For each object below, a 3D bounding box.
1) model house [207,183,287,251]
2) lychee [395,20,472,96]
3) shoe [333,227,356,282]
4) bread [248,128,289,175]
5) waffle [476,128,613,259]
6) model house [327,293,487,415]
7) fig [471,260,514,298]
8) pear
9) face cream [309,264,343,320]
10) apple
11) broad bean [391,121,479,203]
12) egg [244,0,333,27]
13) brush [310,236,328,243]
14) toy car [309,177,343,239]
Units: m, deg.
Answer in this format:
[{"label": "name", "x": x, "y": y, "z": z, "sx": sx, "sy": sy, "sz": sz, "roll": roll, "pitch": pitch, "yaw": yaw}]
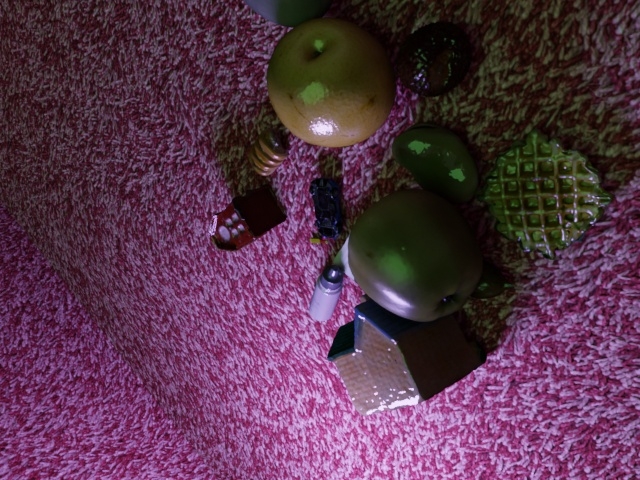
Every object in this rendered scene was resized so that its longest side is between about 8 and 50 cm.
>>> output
[{"label": "model house", "x": -0.276, "y": -0.060, "z": 2.136, "sx": 0.254, "sy": 0.196, "sz": 0.160, "roll": -34, "pitch": 90, "yaw": 45}, {"label": "lychee", "x": 0.279, "y": -0.452, "z": 1.504, "sx": 0.188, "sy": 0.188, "sz": 0.188, "roll": 18, "pitch": 122, "yaw": 32}, {"label": "shoe", "x": 0.174, "y": 0.017, "z": 1.850, "sx": 0.160, "sy": 0.132, "sz": 0.363, "roll": 46, "pitch": 137, "yaw": 13}, {"label": "bread", "x": -0.180, "y": -0.293, "z": 2.018, "sx": 0.119, "sy": 0.084, "sz": 0.177, "roll": 52, "pitch": 138, "yaw": 7}, {"label": "waffle", "x": 0.557, "y": -0.113, "z": 1.507, "sx": 0.297, "sy": 0.073, "sz": 0.317, "roll": 43, "pitch": 134, "yaw": 13}, {"label": "model house", "x": 0.229, "y": 0.318, "z": 1.852, "sx": 0.382, "sy": 0.335, "sz": 0.342, "roll": -38, "pitch": 75, "yaw": 49}, {"label": "fig", "x": 0.468, "y": 0.113, "z": 1.672, "sx": 0.155, "sy": 0.103, "sz": 0.109, "roll": 1, "pitch": 134, "yaw": 48}, {"label": "pear", "x": 0.031, "y": -0.414, "z": 1.602, "sx": 0.348, "sy": 0.348, "sz": 0.348, "roll": 18, "pitch": 122, "yaw": 32}, {"label": "face cream", "x": 0.023, "y": 0.169, "z": 2.009, "sx": 0.092, "sy": 0.092, "sz": 0.311, "roll": 41, "pitch": 151, "yaw": 16}, {"label": "apple", "x": 0.254, "y": 0.038, "z": 1.605, "sx": 0.357, "sy": 0.357, "sz": 0.357, "roll": 18, "pitch": 122, "yaw": 32}, {"label": "broad bean", "x": 0.324, "y": -0.214, "z": 1.632, "sx": 0.263, "sy": 0.121, "sz": 0.189, "roll": 43, "pitch": 136, "yaw": -3}, {"label": "egg", "x": -0.109, "y": -0.732, "z": 1.614, "sx": 0.352, "sy": 0.258, "sz": 0.258, "roll": 52, "pitch": 134, "yaw": 15}, {"label": "brush", "x": 0.000, "y": 0.000, "z": 2.056, "sx": 0.083, "sy": 0.021, "sz": 0.018, "roll": 5, "pitch": 113, "yaw": 44}, {"label": "toy car", "x": 0.026, "y": -0.106, "z": 1.953, "sx": 0.103, "sy": 0.063, "sz": 0.216, "roll": 12, "pitch": 124, "yaw": 36}]
